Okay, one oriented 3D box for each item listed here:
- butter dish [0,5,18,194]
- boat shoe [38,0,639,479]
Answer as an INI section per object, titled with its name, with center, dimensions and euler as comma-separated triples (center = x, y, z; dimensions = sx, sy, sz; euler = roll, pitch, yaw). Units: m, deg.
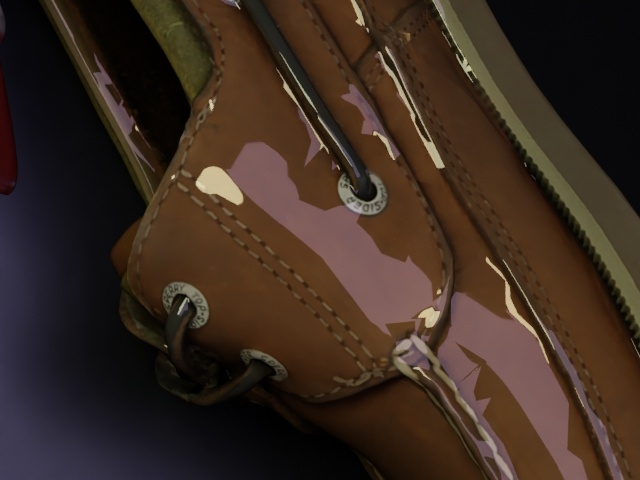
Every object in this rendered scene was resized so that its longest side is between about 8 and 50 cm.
[butter dish]
center = -0.144, -0.079, 0.377
dimensions = 0.118, 0.160, 0.160
euler = -22, 75, 2
[boat shoe]
center = 0.000, 0.000, 0.429
dimensions = 0.104, 0.111, 0.307
euler = -19, 74, -21
